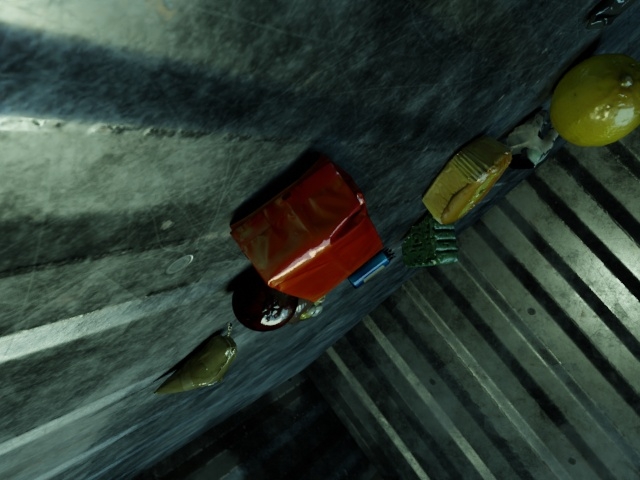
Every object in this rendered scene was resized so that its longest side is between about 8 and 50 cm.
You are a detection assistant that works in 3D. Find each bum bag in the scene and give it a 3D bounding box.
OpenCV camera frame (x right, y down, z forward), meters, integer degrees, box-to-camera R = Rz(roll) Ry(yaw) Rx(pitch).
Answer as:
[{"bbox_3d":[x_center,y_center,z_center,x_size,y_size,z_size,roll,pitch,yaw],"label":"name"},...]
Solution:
[{"bbox_3d":[0.626,-0.499,1.045,0.198,0.049,0.087,-45,159,29],"label":"bum bag"}]

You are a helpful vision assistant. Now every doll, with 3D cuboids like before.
[{"bbox_3d":[-0.034,0.145,1.356,0.145,0.096,0.188,-34,158,-46],"label":"doll"}]

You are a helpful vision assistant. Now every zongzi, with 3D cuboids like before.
[{"bbox_3d":[-0.290,0.289,1.221,0.178,0.081,0.189,-12,146,-40],"label":"zongzi"}]

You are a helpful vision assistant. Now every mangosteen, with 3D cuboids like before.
[{"bbox_3d":[-0.111,0.116,1.030,0.140,0.140,0.140,-36,166,-10],"label":"mangosteen"}]

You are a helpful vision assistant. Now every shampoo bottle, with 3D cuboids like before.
[{"bbox_3d":[0.179,0.094,1.798,0.183,0.050,0.087,-38,163,-3],"label":"shampoo bottle"}]

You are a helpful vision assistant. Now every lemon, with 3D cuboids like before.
[{"bbox_3d":[0.728,-0.364,1.362,0.236,0.236,0.263,-37,-162,-7],"label":"lemon"}]

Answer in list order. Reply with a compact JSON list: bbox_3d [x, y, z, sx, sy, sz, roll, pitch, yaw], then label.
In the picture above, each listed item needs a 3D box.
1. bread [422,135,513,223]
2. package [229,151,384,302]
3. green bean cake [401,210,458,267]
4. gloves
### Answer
[{"bbox_3d":[0.390,-0.157,1.402,0.152,0.119,0.288,-36,166,-26],"label":"bread"},{"bbox_3d":[-0.001,-0.001,0.909,0.196,0.123,0.423,-36,165,2],"label":"package"},{"bbox_3d":[0.363,-0.004,1.793,0.107,0.194,0.208,-8,176,-30],"label":"green bean cake"},{"bbox_3d":[0.622,-0.309,1.532,0.127,0.111,0.212,-25,-139,66],"label":"gloves"}]
